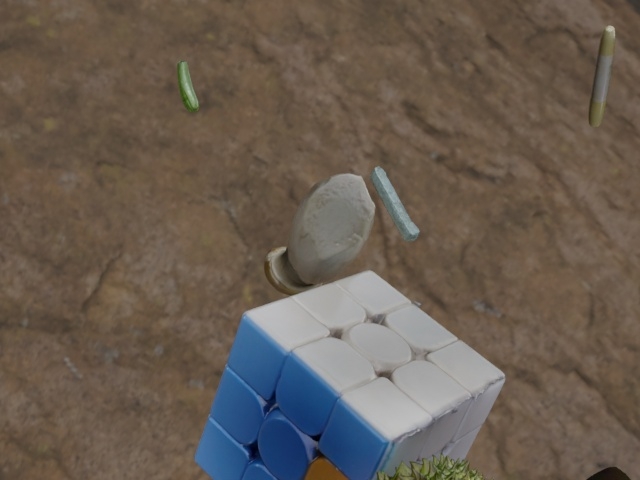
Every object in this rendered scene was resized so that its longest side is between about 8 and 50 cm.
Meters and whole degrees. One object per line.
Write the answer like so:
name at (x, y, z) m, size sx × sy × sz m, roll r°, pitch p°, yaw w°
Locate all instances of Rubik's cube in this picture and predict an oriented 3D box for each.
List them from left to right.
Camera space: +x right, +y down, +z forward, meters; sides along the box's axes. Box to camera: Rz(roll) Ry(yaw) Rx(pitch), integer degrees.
Rubik's cube at (0.039, 0.259, 1.510) m, size 0.292 × 0.290 × 0.291 m, roll 36°, pitch 32°, yaw 28°

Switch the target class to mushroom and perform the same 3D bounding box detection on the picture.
mushroom at (0.000, 0.000, 1.676) m, size 0.128 × 0.350 × 0.128 m, roll 8°, pitch 65°, yaw -18°

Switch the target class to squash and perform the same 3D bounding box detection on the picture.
squash at (-0.223, -0.256, 1.735) m, size 0.027 × 0.027 × 0.089 m, roll -15°, pitch 89°, yaw -37°

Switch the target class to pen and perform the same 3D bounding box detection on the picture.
pen at (0.525, -0.305, 1.942) m, size 0.032 × 0.233 × 0.040 m, roll -2°, pitch 47°, yaw 3°

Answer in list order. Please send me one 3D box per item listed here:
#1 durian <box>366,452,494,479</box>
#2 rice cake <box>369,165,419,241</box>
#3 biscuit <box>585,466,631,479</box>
durian at (0.139, 0.380, 1.219) m, size 0.291 × 0.291 × 0.224 m, roll 22°, pitch 23°, yaw -11°
rice cake at (0.101, -0.050, 1.439) m, size 0.022 × 0.022 × 0.121 m, roll -9°, pitch 58°, yaw -34°
biscuit at (0.308, 0.316, 1.041) m, size 0.052 × 0.188 × 0.056 m, roll -26°, pitch 22°, yaw -14°
